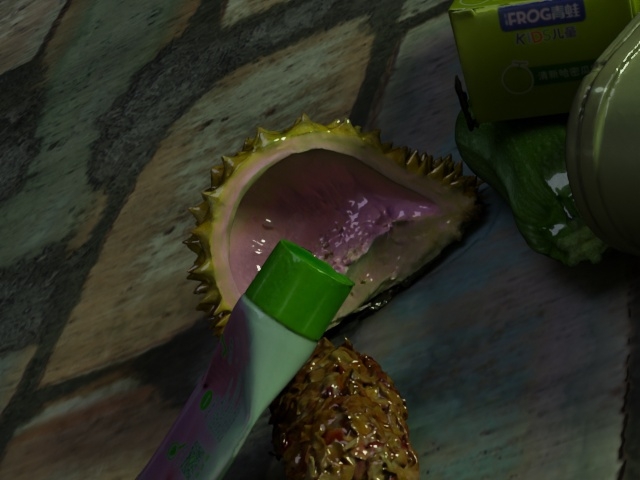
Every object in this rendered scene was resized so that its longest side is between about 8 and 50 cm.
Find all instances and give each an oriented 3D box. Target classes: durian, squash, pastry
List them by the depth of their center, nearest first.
[{"bbox_3d":[0.006,0.103,0.998,0.087,0.063,0.169,-38,24,4],"label":"pastry"},{"bbox_3d":[0.134,-0.044,1.089,0.077,0.068,0.219,-26,25,2],"label":"squash"},{"bbox_3d":[-0.001,0.002,1.162,0.132,0.165,0.182,44,106,25],"label":"durian"}]

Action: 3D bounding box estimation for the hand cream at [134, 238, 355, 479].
[{"bbox_3d":[-0.076,0.126,1.009,0.275,0.050,0.079,-57,-1,5],"label":"hand cream"}]

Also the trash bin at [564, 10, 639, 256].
[{"bbox_3d":[0.281,-0.083,0.923,0.243,0.121,0.247,-47,30,-24],"label":"trash bin"}]

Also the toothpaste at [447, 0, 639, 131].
[{"bbox_3d":[0.172,-0.172,1.165,0.110,0.077,0.327,-7,25,22],"label":"toothpaste"}]
